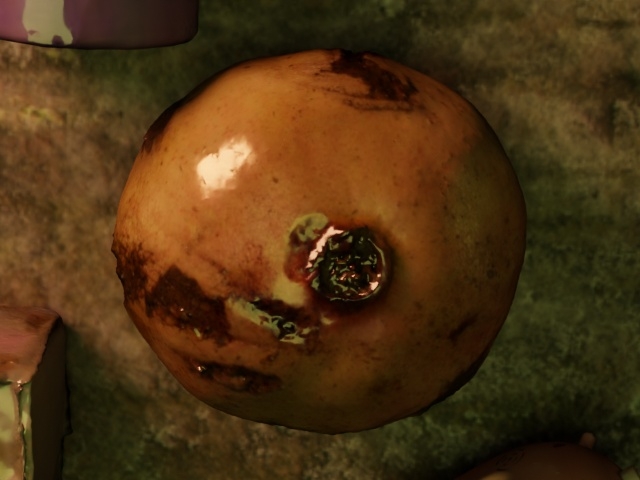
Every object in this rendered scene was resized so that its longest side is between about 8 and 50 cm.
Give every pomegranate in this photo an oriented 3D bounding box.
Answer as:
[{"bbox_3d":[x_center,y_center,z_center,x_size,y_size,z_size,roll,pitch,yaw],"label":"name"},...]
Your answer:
[{"bbox_3d":[0.000,0.000,1.211,0.322,0.322,0.322,1,110,2],"label":"pomegranate"}]

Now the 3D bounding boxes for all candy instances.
[{"bbox_3d":[-0.289,0.160,1.319,0.137,0.195,0.185,1,106,-1],"label":"candy"}]

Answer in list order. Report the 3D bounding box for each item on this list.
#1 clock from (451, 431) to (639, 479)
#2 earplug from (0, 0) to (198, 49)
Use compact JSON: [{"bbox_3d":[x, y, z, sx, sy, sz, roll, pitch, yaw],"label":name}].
[{"bbox_3d":[0.175,0.266,1.320,0.241,0.227,0.142,-35,119,13],"label":"clock"},{"bbox_3d":[-0.176,-0.373,1.119,0.215,0.215,0.456,7,107,-1],"label":"earplug"}]
